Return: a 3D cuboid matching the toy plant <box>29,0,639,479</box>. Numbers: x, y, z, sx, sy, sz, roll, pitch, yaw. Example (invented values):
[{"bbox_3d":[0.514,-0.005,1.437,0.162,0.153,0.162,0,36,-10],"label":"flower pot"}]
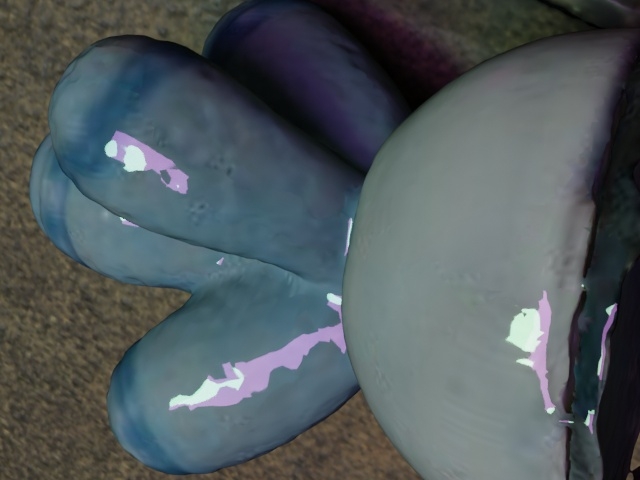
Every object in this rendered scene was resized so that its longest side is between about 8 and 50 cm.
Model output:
[{"bbox_3d":[0.000,0.000,0.537,0.332,0.247,0.247,10,115,25],"label":"toy plant"}]
